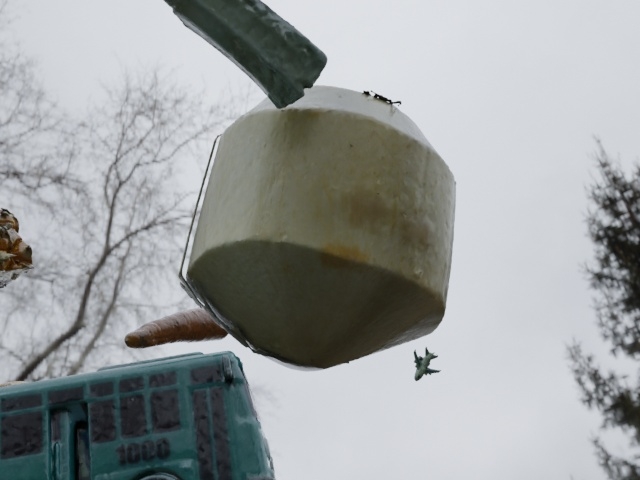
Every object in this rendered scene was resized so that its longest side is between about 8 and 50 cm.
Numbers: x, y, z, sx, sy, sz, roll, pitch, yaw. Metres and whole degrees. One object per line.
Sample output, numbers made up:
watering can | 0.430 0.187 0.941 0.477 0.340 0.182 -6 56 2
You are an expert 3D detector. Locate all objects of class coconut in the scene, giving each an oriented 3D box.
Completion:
coconut | 0.000 0.000 0.969 0.323 0.323 0.323 -3 -47 -3

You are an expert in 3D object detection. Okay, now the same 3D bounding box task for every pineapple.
pineapple | -0.648 0.020 1.707 0.114 0.236 0.186 1 -65 -34

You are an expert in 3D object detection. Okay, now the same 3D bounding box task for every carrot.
carrot | -0.229 0.141 1.359 0.061 0.061 0.209 -40 -18 28

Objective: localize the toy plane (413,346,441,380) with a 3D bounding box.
toy plane | 0.233 0.284 1.970 0.080 0.083 0.033 40 -21 -14

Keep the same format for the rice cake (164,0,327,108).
rice cake | -0.139 -0.251 0.809 0.336 0.063 0.066 39 -14 -10

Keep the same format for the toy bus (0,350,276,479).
toy bus | -0.158 0.167 0.624 0.256 0.147 0.128 -9 -30 -5

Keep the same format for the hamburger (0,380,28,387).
hamburger | -0.518 0.337 1.372 0.227 0.295 0.151 -45 -68 -8
